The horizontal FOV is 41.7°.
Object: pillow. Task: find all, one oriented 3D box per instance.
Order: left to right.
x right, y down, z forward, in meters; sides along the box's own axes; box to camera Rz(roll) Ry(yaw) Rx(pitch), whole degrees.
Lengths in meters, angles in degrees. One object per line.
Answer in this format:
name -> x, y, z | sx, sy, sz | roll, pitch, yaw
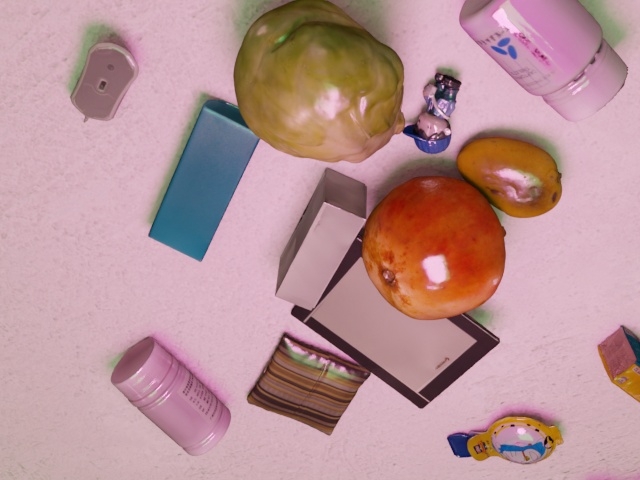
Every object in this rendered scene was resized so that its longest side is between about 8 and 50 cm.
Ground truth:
pillow -> -0.027, 0.314, 1.801 | 0.208, 0.052, 0.212 | 25, 120, -8

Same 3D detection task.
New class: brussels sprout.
brussels sprout -> 0.001, -0.247, 1.326 | 0.273, 0.316, 0.243 | 18, 91, 12

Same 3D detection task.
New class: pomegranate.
pomegranate -> 0.214, 0.011, 1.479 | 0.270, 0.252, 0.229 | -22, 159, -28

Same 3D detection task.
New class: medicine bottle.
medicine bottle -> -0.315, 0.335, 1.784 | 0.133, 0.133, 0.250 | -32, 117, 21
medicine bottle -> 0.351, -0.313, 1.318 | 0.254, 0.152, 0.152 | 39, 117, -20

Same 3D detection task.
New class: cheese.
cheese -> 0.407, 0.447, 1.855 | 0.250, 0.064, 0.157 | -13, 121, 26

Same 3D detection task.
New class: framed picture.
framed picture -> 0.139, 0.169, 1.655 | 0.347, 0.016, 0.265 | 36, 127, -3

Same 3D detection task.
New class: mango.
mango -> 0.332, -0.112, 1.481 | 0.195, 0.098, 0.137 | 18, 127, -2

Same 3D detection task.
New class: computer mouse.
computer mouse -> -0.369, -0.273, 1.442 | 0.089, 0.056, 0.182 | 29, 128, -13

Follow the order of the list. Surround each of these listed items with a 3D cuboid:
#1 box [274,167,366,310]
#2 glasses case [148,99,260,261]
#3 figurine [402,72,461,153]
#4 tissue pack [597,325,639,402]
box -> 0.000, 0.000, 1.551 | 0.086, 0.129, 0.225 | 23, 121, -11
glasses case -> -0.209, -0.109, 1.535 | 0.117, 0.070, 0.301 | 27, 122, -6
figurine -> 0.202, -0.216, 1.447 | 0.079, 0.077, 0.136 | 10, 113, -44
tissue pack -> 0.648, 0.269, 1.692 | 0.169, 0.120, 0.082 | 35, 116, -19
